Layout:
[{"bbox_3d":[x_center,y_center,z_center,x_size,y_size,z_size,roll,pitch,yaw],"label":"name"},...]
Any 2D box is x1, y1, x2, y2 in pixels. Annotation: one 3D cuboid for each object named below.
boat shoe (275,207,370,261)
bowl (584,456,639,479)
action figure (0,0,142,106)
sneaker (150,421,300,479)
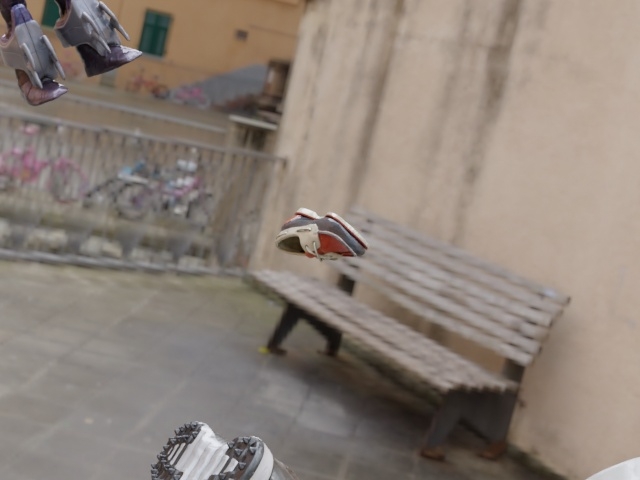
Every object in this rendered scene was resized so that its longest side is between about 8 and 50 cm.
[{"bbox_3d":[0.000,0.000,1.121,0.049,0.043,0.137,51,-16,-24],"label":"boat shoe"},{"bbox_3d":[0.195,0.209,0.629,0.289,0.289,0.156,11,40,-17],"label":"bowl"},{"bbox_3d":[-0.278,-0.272,1.074,0.185,0.285,0.099,-33,20,-21],"label":"action figure"},{"bbox_3d":[-0.079,0.224,1.076,0.106,0.078,0.234,41,-21,-19],"label":"sneaker"}]
